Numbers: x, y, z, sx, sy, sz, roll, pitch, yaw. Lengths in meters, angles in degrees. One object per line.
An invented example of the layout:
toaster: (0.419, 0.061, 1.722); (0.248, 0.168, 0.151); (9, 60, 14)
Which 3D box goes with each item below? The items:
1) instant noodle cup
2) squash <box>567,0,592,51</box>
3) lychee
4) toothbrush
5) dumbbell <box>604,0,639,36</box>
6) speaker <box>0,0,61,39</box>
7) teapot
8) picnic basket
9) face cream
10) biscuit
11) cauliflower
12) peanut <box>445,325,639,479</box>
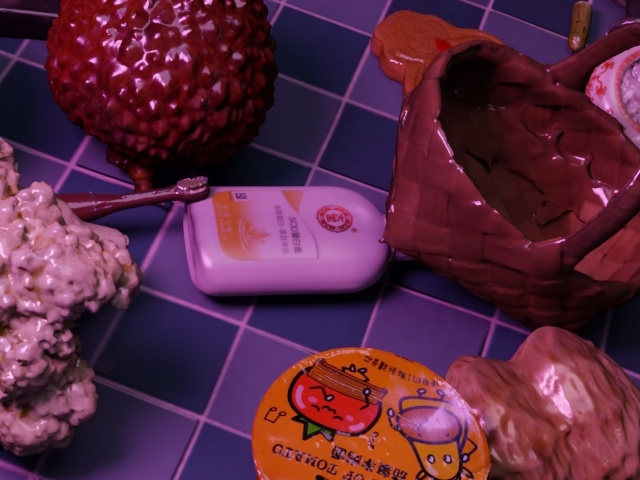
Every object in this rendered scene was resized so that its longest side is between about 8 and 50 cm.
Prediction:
instant noodle cup: (0.031, 0.232, 1.353); (0.216, 0.172, 0.215); (7, 51, -8)
squash: (0.343, -0.280, 1.942); (0.027, 0.027, 0.083); (16, 51, -1)
lychee: (-0.175, -0.190, 1.606); (0.264, 0.264, 0.300); (10, 94, -6)
toothbrush: (-0.295, -0.027, 1.538); (0.364, 0.041, 0.041); (-9, 54, -9)
dumbbell: (0.416, -0.301, 1.944); (0.082, 0.081, 0.254); (15, 50, -2)
speaker: (-0.343, -0.282, 1.763); (0.218, 0.044, 0.082); (4, 51, -11)
teapot: (0.397, -0.155, 1.798); (0.159, 0.116, 0.245); (23, 63, -19)
picnic basket: (0.263, -0.091, 1.535); (0.337, 0.337, 0.293); (13, 50, -3)
face cream: (0.000, 0.000, 1.601); (0.291, 0.071, 0.144); (1, 49, -13)
biscuit: (0.191, -0.191, 1.824); (0.295, 0.044, 0.186); (35, 50, 14)
cauliflower: (-0.288, 0.031, 1.381); (0.281, 0.260, 0.327); (-28, 101, -29)
peanut: (0.227, 0.183, 1.483); (0.233, 0.110, 0.196); (-14, 61, -24)
